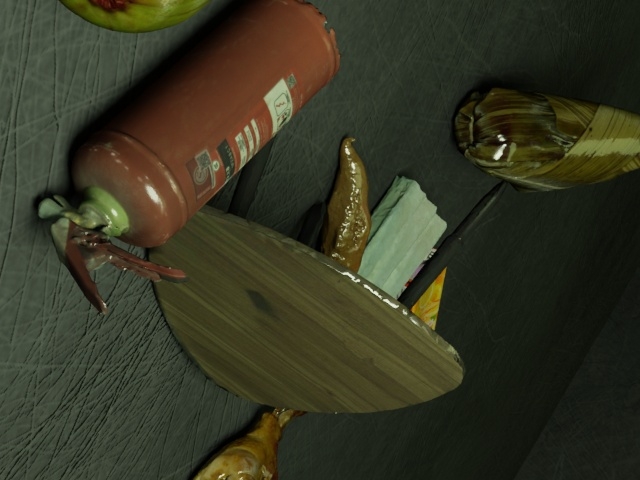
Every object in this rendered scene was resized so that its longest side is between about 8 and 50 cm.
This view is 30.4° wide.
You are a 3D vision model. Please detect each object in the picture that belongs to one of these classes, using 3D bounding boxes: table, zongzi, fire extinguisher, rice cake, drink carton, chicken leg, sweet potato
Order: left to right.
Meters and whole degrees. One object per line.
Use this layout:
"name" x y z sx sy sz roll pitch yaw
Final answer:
"fire extinguisher" -0.101 -0.071 0.966 0.337 0.147 0.106 -49 150 -31
"chicken leg" -0.078 0.254 1.414 0.251 0.087 0.107 -55 175 -35
"table" 0.000 0.000 1.184 0.317 0.317 0.249 82 28 -51
"sweet potato" 0.030 -0.023 1.377 0.068 0.060 0.205 -50 147 -65
"rice cake" 0.076 0.025 1.506 0.211 0.038 0.124 -56 137 -17
"drink carton" 0.114 0.113 1.652 0.096 0.071 0.222 -40 146 -44
"zongzi" 0.354 -0.143 1.626 0.286 0.288 0.134 6 84 -61

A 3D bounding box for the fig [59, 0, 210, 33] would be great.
"fig" -0.105 -0.260 0.821 0.151 0.151 0.259 81 25 -51
